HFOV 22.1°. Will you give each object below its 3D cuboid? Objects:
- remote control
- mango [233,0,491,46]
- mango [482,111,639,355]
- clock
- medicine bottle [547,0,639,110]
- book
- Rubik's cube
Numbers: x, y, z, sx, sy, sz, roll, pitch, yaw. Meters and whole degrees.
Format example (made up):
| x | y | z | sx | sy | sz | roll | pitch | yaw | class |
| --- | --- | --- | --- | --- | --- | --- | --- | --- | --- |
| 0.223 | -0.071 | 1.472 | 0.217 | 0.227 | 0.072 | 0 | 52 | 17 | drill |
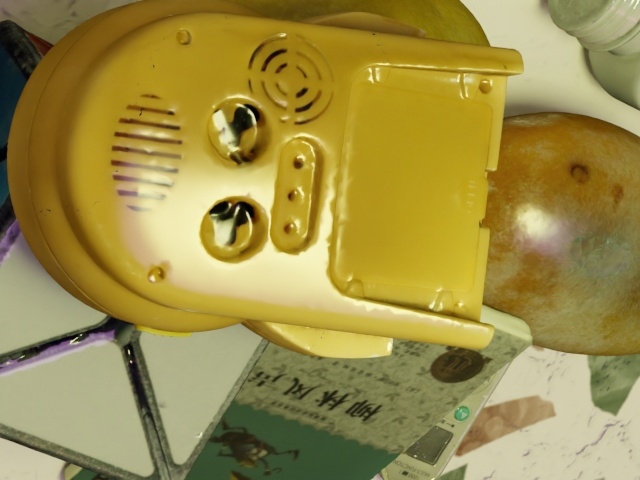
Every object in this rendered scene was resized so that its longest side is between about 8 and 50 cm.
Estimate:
| x | y | z | sx | sy | sz | roll | pitch | yaw | class |
| --- | --- | --- | --- | --- | --- | --- | --- | --- | --- |
| 0.127 | 0.152 | 1.642 | 0.078 | 0.042 | 0.221 | 26 | 101 | -32 | remote control |
| 0.017 | -0.168 | 1.356 | 0.142 | 0.195 | 0.332 | -39 | 167 | 35 | mango |
| 0.250 | -0.001 | 1.535 | 0.384 | 0.199 | 0.221 | 14 | 105 | -30 | mango |
| -0.044 | -0.048 | 1.113 | 0.317 | 0.200 | 0.244 | 8 | 86 | -25 | clock |
| 0.369 | -0.189 | 1.553 | 0.324 | 0.124 | 0.179 | 19 | 102 | -32 | medicine bottle |
| -0.026 | 0.150 | 1.483 | 0.264 | 0.031 | 0.379 | 22 | 129 | -30 | book |
| -0.189 | 0.013 | 1.314 | 0.255 | 0.259 | 0.260 | 28 | 102 | -30 | Rubik's cube |
